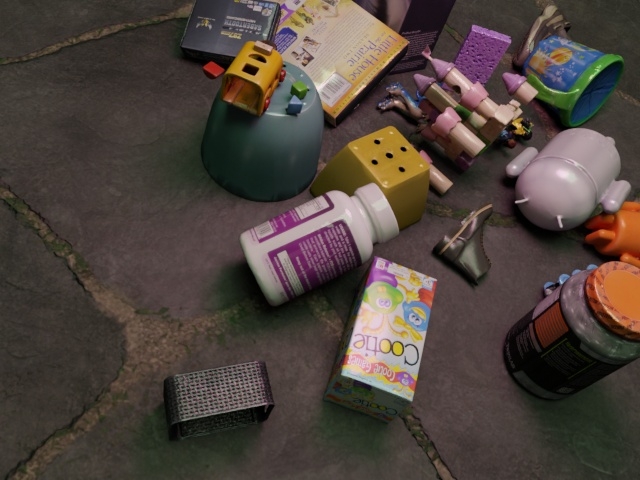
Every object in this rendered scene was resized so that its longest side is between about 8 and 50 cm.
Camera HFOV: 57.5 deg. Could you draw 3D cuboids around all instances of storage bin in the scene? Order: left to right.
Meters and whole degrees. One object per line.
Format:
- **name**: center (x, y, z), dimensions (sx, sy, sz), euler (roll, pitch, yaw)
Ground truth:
- **storage bin**: center (-0.183, 0.285, 1.040), dimensions (0.180, 0.122, 0.084), euler (-5, 59, -19)

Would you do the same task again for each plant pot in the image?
- **plant pot**: center (-0.122, -0.275, 1.362), dimensions (0.293, 0.235, 0.292), euler (8, 55, -11)
- **plant pot**: center (0.133, -0.139, 1.372), dimensions (0.212, 0.187, 0.212), euler (-27, 68, -29)

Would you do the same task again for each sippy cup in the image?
- **sippy cup**: center (0.749, -0.501, 1.777), dimensions (0.224, 0.240, 0.306), euler (46, 18, 28)

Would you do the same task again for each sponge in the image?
- **sponge**: center (0.449, -0.515, 1.696), dimensions (0.117, 0.210, 0.031), euler (17, 52, -5)

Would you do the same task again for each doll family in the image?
- **doll family**: center (0.551, -0.316, 1.681), dimensions (0.193, 0.076, 0.111), euler (-27, 72, -23)

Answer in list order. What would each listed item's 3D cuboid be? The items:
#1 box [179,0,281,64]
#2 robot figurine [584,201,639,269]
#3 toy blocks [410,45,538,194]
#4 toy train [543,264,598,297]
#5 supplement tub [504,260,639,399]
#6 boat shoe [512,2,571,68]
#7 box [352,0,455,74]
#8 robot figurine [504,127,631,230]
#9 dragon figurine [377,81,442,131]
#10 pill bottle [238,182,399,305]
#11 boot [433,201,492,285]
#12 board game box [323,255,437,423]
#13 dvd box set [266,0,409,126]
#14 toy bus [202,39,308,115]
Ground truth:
- **box**: center (-0.239, -0.566, 1.568), dimensions (0.233, 0.059, 0.183), euler (13, 77, 7)
- **robot figurine**: center (0.801, -0.013, 1.513), dimensions (0.220, 0.128, 0.158), euler (7, 35, -10)
- **toy blocks**: center (0.333, -0.331, 1.467), dimensions (0.260, 0.288, 0.309), euler (44, 72, 8)
- **toy train**: center (0.621, 0.127, 1.402), dimensions (0.184, 0.080, 0.105), euler (-14, 71, -26)
- **supplement tub**: center (0.531, 0.186, 1.187), dimensions (0.194, 0.316, 0.193), euler (7, 56, -11)
- **boat shoe**: center (0.751, -0.668, 1.932), dimensions (0.130, 0.132, 0.355), euler (33, 56, 7)
- **box**: center (0.218, -0.701, 1.704), dimensions (0.183, 0.294, 0.296), euler (-17, 63, -25)
- **robot figurine**: center (0.640, -0.159, 1.518), dimensions (0.300, 0.199, 0.353), euler (24, 50, 32)
- **dragon figurine**: center (0.309, -0.389, 1.649), dimensions (0.289, 0.085, 0.144), euler (-11, 61, -20)
- **pill bottle**: center (0.000, 0.000, 1.199), dimensions (0.302, 0.169, 0.169), euler (-25, 65, -4)
- **boot**: center (0.385, 0.008, 1.423), dimensions (0.198, 0.077, 0.137), euler (-40, 79, -19)
- **board game box**: center (0.123, 0.196, 1.172), dimensions (0.144, 0.142, 0.275), euler (21, 54, -1)
- **dvd box set**: center (-0.013, -0.550, 1.612), dimensions (0.420, 0.062, 0.307), euler (40, 80, 13)
- **toy bus**: center (-0.128, -0.357, 1.205), dimensions (0.191, 0.104, 0.202), euler (-18, 64, -26)
